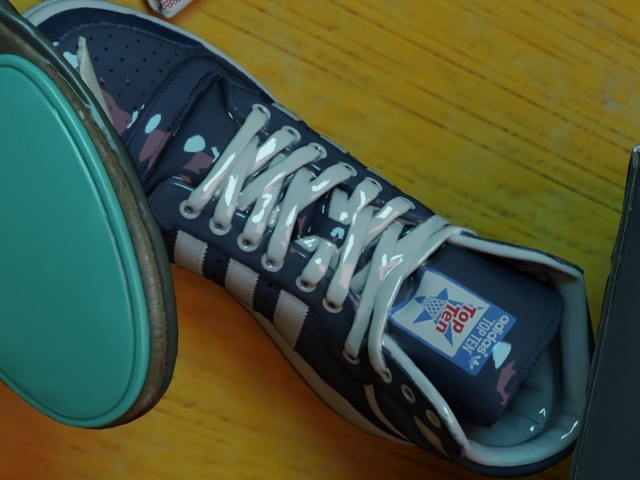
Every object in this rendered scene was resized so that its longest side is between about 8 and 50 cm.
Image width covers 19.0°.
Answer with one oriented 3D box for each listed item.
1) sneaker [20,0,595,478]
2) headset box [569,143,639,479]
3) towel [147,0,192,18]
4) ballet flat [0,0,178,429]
[{"bbox_3d":[0.000,0.000,0.778,0.282,0.153,0.099,40,77,-27],"label":"sneaker"},{"bbox_3d":[0.187,0.095,0.816,0.131,0.283,0.246,12,93,15],"label":"headset box"},{"bbox_3d":[-0.067,-0.208,0.783,0.144,0.029,0.197,-44,115,-16],"label":"towel"},{"bbox_3d":[-0.132,-0.062,0.698,0.095,0.096,0.280,-34,93,21],"label":"ballet flat"}]
